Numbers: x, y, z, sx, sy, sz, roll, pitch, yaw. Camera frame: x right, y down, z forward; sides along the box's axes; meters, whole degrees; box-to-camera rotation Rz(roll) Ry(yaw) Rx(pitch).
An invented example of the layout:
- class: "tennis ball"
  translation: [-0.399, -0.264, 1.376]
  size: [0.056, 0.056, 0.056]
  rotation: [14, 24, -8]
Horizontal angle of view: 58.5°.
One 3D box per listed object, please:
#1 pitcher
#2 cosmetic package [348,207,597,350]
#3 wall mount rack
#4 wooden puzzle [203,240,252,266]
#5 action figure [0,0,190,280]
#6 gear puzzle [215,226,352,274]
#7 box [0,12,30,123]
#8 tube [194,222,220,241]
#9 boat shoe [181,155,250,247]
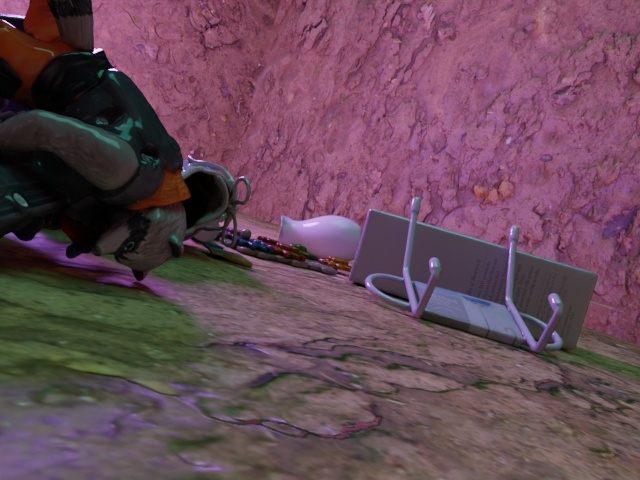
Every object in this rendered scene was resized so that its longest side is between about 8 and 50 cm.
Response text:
- class: "pitcher"
  translation: [0.000, 0.000, 1.523]
  size: [0.207, 0.126, 0.178]
  rotation: [6, -14, 3]
- class: "cosmetic package"
  translation: [0.305, 0.073, 1.216]
  size: [0.453, 0.162, 0.230]
  rotation: [17, 2, 9]
- class: "wall mount rack"
  translation: [0.258, 0.055, 0.987]
  size: [0.349, 0.131, 0.304]
  rotation: [17, 22, -4]
- class: "wooden puzzle"
  translation: [-0.148, 0.024, 0.907]
  size: [0.078, 0.014, 0.116]
  rotation: [21, 1, -17]
- class: "action figure"
  translation: [-0.215, -0.108, 0.456]
  size: [0.178, 0.330, 0.341]
  rotation: [-26, 17, 8]
- class: "gear puzzle"
  translation: [-0.052, 0.024, 1.220]
  size: [0.338, 0.044, 0.175]
  rotation: [16, 2, -36]
- class: "box"
  translation: [-0.362, -0.162, 0.597]
  size: [0.108, 0.153, 0.207]
  rotation: [21, 24, 37]
- class: "tube"
  translation: [-0.241, -0.027, 1.124]
  size: [0.080, 0.052, 0.207]
  rotation: [21, -5, -20]
- class: "boat shoe"
  translation: [-0.175, -0.058, 0.828]
  size: [0.156, 0.136, 0.367]
  rotation: [5, 3, 8]
